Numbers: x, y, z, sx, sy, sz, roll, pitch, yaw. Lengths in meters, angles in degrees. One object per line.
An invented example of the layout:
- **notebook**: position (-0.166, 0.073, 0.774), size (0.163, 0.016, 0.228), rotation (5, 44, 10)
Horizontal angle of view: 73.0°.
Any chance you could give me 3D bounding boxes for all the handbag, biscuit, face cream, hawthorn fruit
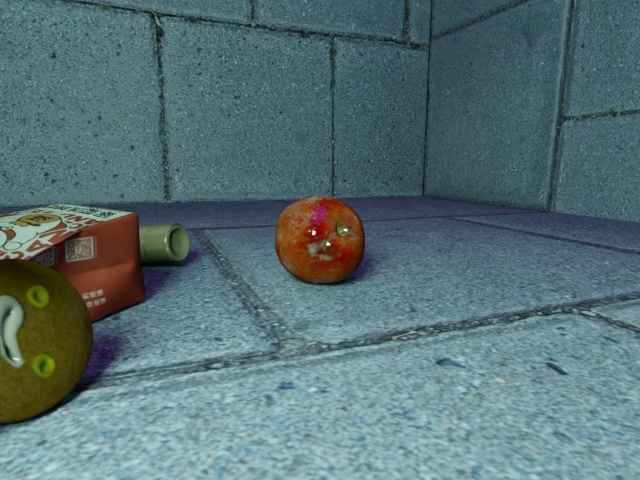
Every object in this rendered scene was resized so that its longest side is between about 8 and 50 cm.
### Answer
- **handbag**: position (-0.392, 0.045, 0.561), size (0.171, 0.151, 0.298), rotation (8, 16, 20)
- **biscuit**: position (-0.284, 0.079, 0.332), size (0.039, 0.179, 0.236), rotation (-18, -10, 21)
- **face cream**: position (-0.453, 0.017, 0.947), size (0.341, 0.084, 0.137), rotation (-5, 10, 18)
- **hawthorn fruit**: position (0.000, 0.000, 0.784), size (0.173, 0.172, 0.173), rotation (0, 10, 0)
